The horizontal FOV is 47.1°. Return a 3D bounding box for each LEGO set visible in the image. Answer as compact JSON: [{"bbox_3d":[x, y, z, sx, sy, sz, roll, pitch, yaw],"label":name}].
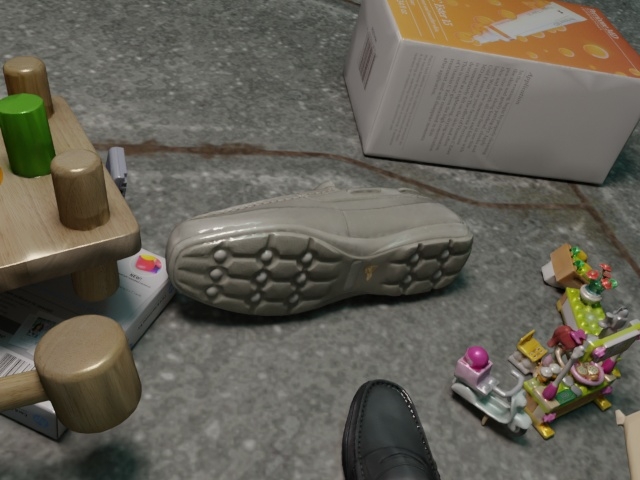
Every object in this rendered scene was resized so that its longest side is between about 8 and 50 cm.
[{"bbox_3d":[0.250,0.077,0.705,0.132,0.107,0.287,34,43,19],"label":"LEGO set"}]

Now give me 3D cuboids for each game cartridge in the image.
[{"bbox_3d":[-0.200,-0.045,0.707,0.017,0.083,0.056,5,40,-21],"label":"game cartridge"}]

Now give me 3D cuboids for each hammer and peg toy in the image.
[{"bbox_3d":[-0.279,-0.005,0.538,0.266,0.127,0.361,-16,41,-23],"label":"hammer and peg toy"}]

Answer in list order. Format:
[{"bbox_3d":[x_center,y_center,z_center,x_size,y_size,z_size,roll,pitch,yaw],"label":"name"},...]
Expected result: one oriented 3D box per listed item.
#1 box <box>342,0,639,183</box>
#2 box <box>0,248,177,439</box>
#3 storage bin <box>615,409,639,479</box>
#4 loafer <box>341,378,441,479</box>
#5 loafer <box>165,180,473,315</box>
[{"bbox_3d":[0.226,-0.220,0.990,0.345,0.168,0.215,6,41,-14],"label":"box"},{"bbox_3d":[-0.226,0.058,0.615,0.145,0.038,0.186,22,41,7],"label":"box"},{"bbox_3d":[0.316,0.251,0.445,0.260,0.123,0.262,41,36,-18],"label":"storage bin"},{"bbox_3d":[0.061,0.189,0.534,0.076,0.078,0.223,8,41,-11],"label":"loafer"},{"bbox_3d":[0.000,0.000,0.714,0.319,0.112,0.111,-1,37,-31],"label":"loafer"}]
